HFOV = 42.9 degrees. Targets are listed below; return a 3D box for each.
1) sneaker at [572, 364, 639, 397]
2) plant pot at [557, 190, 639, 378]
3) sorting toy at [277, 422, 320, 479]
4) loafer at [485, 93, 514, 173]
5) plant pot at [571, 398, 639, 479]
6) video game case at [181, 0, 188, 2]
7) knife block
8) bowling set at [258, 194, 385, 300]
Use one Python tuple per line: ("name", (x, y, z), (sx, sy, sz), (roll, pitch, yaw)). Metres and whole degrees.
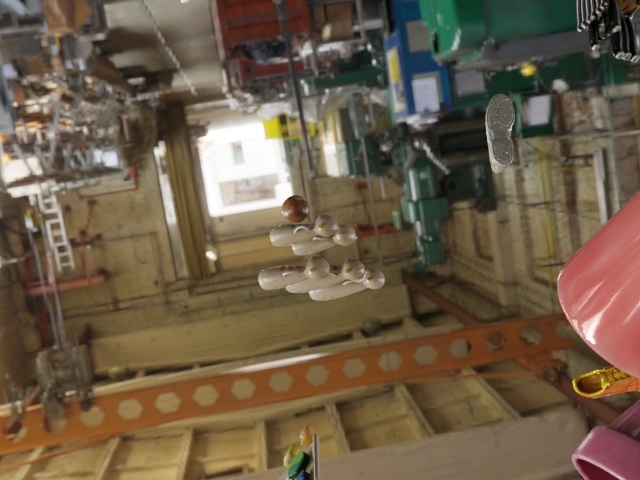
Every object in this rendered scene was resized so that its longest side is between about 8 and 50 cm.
("sneaker", (0.554, 0.255, 1.505), (0.175, 0.064, 0.067), (-30, 152, 28))
("plant pot", (0.525, 0.036, 1.191), (0.274, 0.243, 0.275), (9, -134, -9))
("sorting toy", (-0.074, 0.563, 1.927), (0.041, 0.229, 0.307), (34, -167, -11))
("loafer", (0.270, -0.163, 1.243), (0.045, 0.125, 0.039), (6, 157, -3))
("plant pot", (0.449, 0.268, 1.016), (0.180, 0.201, 0.201), (-48, -163, -11))
("video game case", (-0.134, -0.399, 0.921), (0.042, 0.210, 0.232), (-38, -157, -33))
("knife block", (0.575, -0.480, 1.549), (0.275, 0.242, 0.088), (-40, 179, -29))
("bowling set", (0.000, 0.000, 1.492), (0.154, 0.200, 0.287), (-12, 170, 21))
